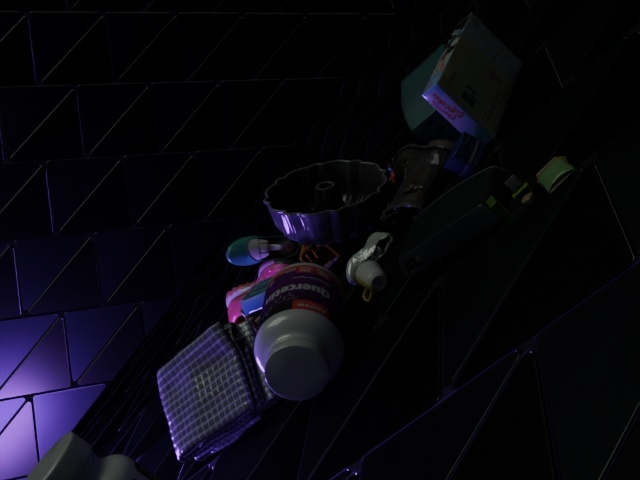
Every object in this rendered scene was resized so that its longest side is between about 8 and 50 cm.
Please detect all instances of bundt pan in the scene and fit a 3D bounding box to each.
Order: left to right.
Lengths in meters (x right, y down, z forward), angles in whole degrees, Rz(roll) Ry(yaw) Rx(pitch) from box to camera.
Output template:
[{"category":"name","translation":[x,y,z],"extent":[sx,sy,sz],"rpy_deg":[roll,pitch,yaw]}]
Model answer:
[{"category":"bundt pan","translation":[0.022,-0.091,2.037],"extent":[0.331,0.124,0.331],"rpy_deg":[-9,28,5]}]

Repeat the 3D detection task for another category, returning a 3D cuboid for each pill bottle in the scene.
[{"category":"pill bottle","translation":[-0.332,0.498,1.322],"extent":[0.210,0.363,0.210],"rpy_deg":[-46,14,15]},{"category":"pill bottle","translation":[-0.039,0.186,1.611],"extent":[0.181,0.181,0.323],"rpy_deg":[-45,15,18]}]

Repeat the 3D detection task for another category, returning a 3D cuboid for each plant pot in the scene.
[{"category":"plant pot","translation":[0.310,-0.341,1.975],"extent":[0.165,0.165,0.234],"rpy_deg":[-39,25,36]}]

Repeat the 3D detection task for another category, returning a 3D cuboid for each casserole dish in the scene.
[{"category":"casserole dish","translation":[-0.135,0.128,1.955],"extent":[0.188,0.037,0.114],"rpy_deg":[-24,19,48]}]

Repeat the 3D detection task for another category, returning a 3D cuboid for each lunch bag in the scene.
[{"category":"lunch bag","translation":[0.322,-0.187,1.714],"extent":[0.098,0.065,0.067],"rpy_deg":[-62,3,-36]}]

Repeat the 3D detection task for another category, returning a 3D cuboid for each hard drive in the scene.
[{"category":"hard drive","translation":[0.260,-0.040,1.539],"extent":[0.254,0.054,0.172],"rpy_deg":[-37,19,42]}]

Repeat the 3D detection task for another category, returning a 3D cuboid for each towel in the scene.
[{"category":"towel","translation":[-0.247,0.341,1.774],"extent":[0.283,0.121,0.235],"rpy_deg":[-41,54,26]}]

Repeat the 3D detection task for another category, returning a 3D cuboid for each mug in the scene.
[{"category":"mug","translation":[0.117,0.089,1.672],"extent":[0.062,0.078,0.064],"rpy_deg":[-19,20,-11]}]

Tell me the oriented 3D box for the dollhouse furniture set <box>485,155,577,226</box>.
[{"category":"dollhouse furniture set","translation":[0.366,-0.100,1.363],"extent":[0.152,0.058,0.076],"rpy_deg":[-46,15,15]}]

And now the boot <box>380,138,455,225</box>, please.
[{"category":"boot","translation":[0.207,-0.129,1.862],"extent":[0.229,0.091,0.263],"rpy_deg":[-55,17,-23]}]

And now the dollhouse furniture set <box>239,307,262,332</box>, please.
[{"category":"dollhouse furniture set","translation":[-0.135,0.239,1.963],"extent":[0.259,0.135,0.262],"rpy_deg":[-41,12,-12]}]

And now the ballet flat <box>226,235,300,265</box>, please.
[{"category":"ballet flat","translation":[-0.154,0.020,2.237],"extent":[0.247,0.083,0.087],"rpy_deg":[-7,-6,-43]}]

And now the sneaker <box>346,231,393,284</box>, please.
[{"category":"sneaker","translation":[0.113,0.037,1.798],"extent":[0.152,0.053,0.061],"rpy_deg":[-54,17,-19]}]

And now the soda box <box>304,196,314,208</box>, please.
[{"category":"soda box","translation":[-0.017,-0.081,2.307],"extent":[0.092,0.083,0.263],"rpy_deg":[-46,-2,11]}]

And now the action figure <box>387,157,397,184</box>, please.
[{"category":"action figure","translation":[0.204,-0.187,2.151],"extent":[0.038,0.030,0.115],"rpy_deg":[-48,18,29]}]

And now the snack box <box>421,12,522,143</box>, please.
[{"category":"snack box","translation":[0.365,-0.383,1.836],"extent":[0.060,0.187,0.322],"rpy_deg":[-35,20,47]}]

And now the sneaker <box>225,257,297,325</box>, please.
[{"category":"sneaker","translation":[-0.160,0.168,2.251],"extent":[0.314,0.116,0.136],"rpy_deg":[-38,38,36]}]

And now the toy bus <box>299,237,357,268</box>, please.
[{"category":"toy bus","translation":[0.003,0.002,2.119],"extent":[0.191,0.104,0.202],"rpy_deg":[-55,15,-22]}]

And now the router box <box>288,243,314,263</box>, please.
[{"category":"router box","translation":[-0.081,0.056,2.370],"extent":[0.122,0.038,0.092],"rpy_deg":[-31,24,51]}]
